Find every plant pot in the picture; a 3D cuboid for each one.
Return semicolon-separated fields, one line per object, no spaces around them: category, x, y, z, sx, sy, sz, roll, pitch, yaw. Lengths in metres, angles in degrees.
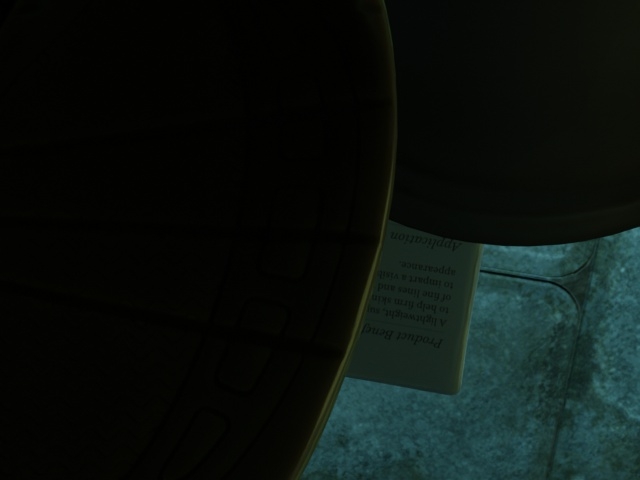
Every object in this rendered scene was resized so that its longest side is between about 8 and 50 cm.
plant pot;0.092;-0.183;0.800;0.280;0.323;0.323;81;17;-77

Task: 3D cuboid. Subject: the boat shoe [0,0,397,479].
boat shoe;-0.034;-0.051;0.501;0.098;0.109;0.302;94;-1;-74

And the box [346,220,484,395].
box;0.000;0.000;1.097;0.182;0.181;0.119;-82;-178;-79
